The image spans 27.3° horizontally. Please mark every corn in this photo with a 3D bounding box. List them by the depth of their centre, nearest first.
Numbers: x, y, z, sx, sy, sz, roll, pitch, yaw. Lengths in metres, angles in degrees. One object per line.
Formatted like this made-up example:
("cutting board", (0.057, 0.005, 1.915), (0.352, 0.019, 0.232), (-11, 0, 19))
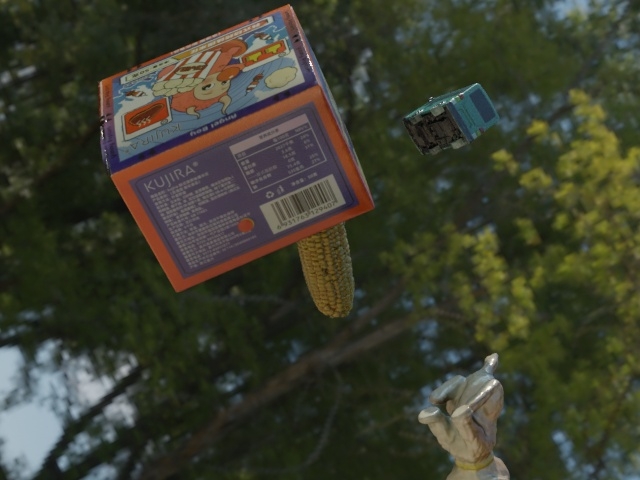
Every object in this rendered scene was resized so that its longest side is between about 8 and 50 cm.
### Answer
("corn", (0.001, -0.003, 2.342), (0.102, 0.102, 0.313), (33, -42, 54))

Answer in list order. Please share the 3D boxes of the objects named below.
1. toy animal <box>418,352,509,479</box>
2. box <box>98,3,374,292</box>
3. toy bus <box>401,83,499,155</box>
("toy animal", (0.241, 0.283, 1.918), (0.104, 0.184, 0.185), (-9, -68, 43))
("box", (-0.138, -0.155, 2.089), (0.318, 0.349, 0.257), (-105, 171, -55))
("toy bus", (0.207, -0.193, 2.106), (0.079, 0.092, 0.160), (58, -22, -9))
